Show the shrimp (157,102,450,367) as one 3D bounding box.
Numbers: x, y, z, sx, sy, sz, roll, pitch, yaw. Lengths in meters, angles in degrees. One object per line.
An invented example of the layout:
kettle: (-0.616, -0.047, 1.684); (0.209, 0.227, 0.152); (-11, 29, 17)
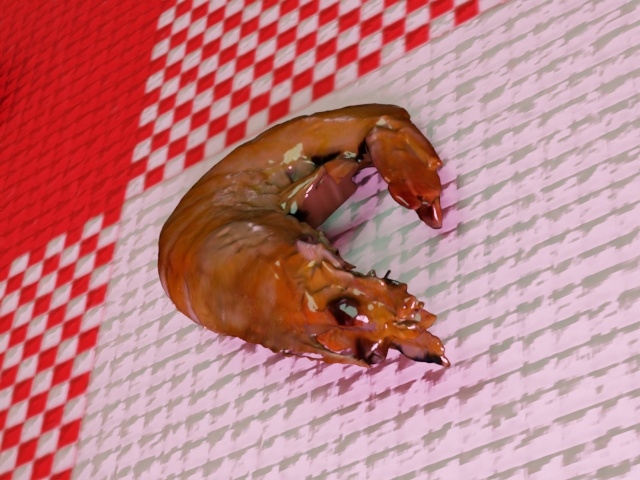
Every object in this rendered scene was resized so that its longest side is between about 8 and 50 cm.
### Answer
shrimp: (0.000, 0.000, 0.712); (0.150, 0.068, 0.248); (-41, 30, -1)
